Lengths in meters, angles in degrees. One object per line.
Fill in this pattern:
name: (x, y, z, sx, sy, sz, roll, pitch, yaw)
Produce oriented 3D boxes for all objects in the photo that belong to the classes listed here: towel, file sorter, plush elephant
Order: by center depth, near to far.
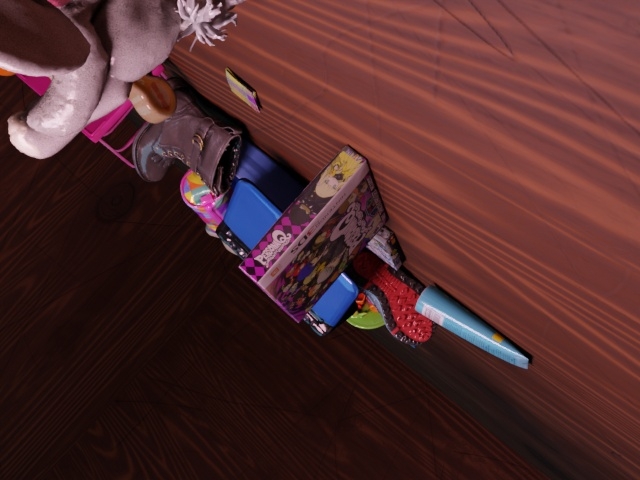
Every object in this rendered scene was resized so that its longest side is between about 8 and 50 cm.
plush elephant: (-0.274, -0.261, 0.848, 0.330, 0.271, 0.255, -3, 158, 40)
towel: (-0.115, -0.222, 1.252, 0.060, 0.009, 0.083, 41, 173, 10)
file sorter: (-0.449, -0.317, 1.775, 0.291, 0.202, 0.182, 38, 175, 28)

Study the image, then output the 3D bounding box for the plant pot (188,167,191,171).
plant pot: (-0.244, -0.163, 2.075, 0.134, 0.095, 0.134, 41, 175, 5)

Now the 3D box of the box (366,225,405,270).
box: (0.090, -0.006, 1.407, 0.094, 0.027, 0.137, 37, 173, 23)

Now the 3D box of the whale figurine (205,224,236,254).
whale figurine: (-0.200, -0.075, 2.159, 0.272, 0.216, 0.141, 43, 137, 34)

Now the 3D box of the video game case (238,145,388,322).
video game case: (0.000, 0.000, 1.158, 0.042, 0.210, 0.232, 39, 173, 20)

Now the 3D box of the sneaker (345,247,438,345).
sneaker: (0.125, 0.080, 1.580, 0.261, 0.104, 0.125, 52, -179, -16)

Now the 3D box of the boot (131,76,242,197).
boot: (-0.254, -0.160, 1.617, 0.229, 0.091, 0.262, 47, 133, 26)

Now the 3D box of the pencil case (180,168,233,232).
pencil case: (-0.225, -0.081, 1.805, 0.104, 0.104, 0.236, 40, 174, 16)

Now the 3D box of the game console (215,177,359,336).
game console: (-0.033, 0.016, 1.570, 0.293, 0.173, 0.250, 45, -155, 8)

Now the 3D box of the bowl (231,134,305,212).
bowl: (-0.095, -0.087, 1.771, 0.391, 0.077, 0.391, 41, 173, 6)

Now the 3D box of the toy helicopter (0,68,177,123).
toy helicopter: (-0.380, -0.327, 1.422, 0.140, 0.234, 0.355, -20, 140, 34)

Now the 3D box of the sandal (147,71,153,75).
sandal: (-0.340, -0.344, 1.582, 0.072, 0.049, 0.180, 27, -156, -50)

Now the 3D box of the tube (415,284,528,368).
tube: (0.255, 0.150, 1.405, 0.207, 0.052, 0.080, 34, 176, 22)

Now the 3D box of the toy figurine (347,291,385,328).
toy figurine: (0.073, 0.092, 1.758, 0.173, 0.130, 0.159, 2, 150, 10)
